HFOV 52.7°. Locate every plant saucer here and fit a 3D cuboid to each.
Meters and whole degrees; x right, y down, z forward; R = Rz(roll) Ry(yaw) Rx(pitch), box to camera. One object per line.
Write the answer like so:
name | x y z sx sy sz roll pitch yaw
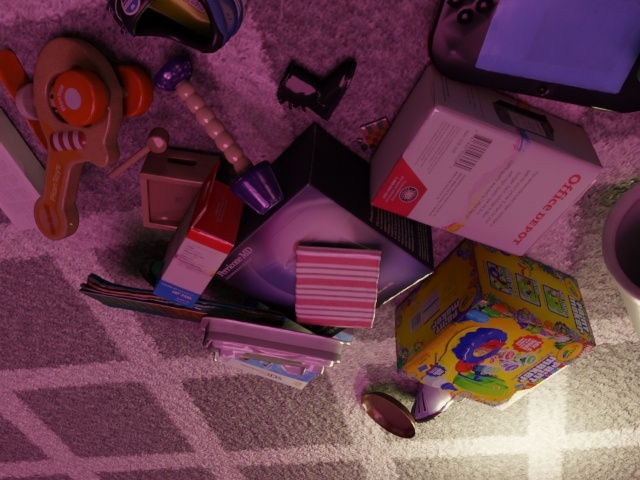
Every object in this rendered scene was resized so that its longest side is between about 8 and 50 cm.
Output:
plant saucer | 0.183 0.453 1.697 0.168 0.029 0.168 29 145 23

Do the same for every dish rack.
dish rack | -0.108 0.219 1.301 0.285 0.072 0.333 13 165 -9

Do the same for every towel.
towel | 0.028 0.082 1.130 0.144 0.029 0.197 3 133 1
towel | -0.262 0.133 1.280 0.370 0.040 0.271 11 167 -6

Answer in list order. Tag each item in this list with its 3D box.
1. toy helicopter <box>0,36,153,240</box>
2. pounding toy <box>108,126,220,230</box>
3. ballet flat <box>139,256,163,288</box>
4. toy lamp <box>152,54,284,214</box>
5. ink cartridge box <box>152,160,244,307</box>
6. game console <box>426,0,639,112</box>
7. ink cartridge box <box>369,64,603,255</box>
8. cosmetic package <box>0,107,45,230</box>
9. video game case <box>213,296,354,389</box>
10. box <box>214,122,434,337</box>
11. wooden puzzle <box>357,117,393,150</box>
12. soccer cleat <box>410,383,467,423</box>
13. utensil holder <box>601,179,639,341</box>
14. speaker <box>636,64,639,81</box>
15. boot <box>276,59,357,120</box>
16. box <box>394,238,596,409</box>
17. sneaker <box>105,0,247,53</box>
toy helicopter | -0.437 -0.164 1.078 0.235 0.140 0.355 28 117 14
pounding toy | -0.275 -0.125 1.155 0.181 0.094 0.206 8 133 -3
ballet flat | -0.333 0.101 1.418 0.070 0.070 0.188 -13 131 17
toy lamp | -0.158 -0.162 1.028 0.080 0.080 0.275 -39 88 35
ink cartridge box | -0.198 -0.008 1.100 0.078 0.134 0.231 25 130 -18
game console | 0.368 -0.354 0.898 0.386 0.060 0.342 9 135 -5
ink cartridge box | 0.263 -0.124 1.082 0.306 0.131 0.226 17 134 -16
cosmetic package | -0.575 -0.126 1.200 0.098 0.060 0.239 -6 134 14
video game case | -0.090 0.233 1.522 0.244 0.061 0.269 22 132 -18
box | 0.000 0.000 1.197 0.294 0.183 0.296 33 128 -24
wooden puzzle | 0.099 -0.186 1.123 0.083 0.006 0.049 -17 131 20
soccer cleat | 0.293 0.361 1.606 0.116 0.108 0.318 46 146 11
utensil holder | 0.712 0.096 1.138 0.327 0.328 0.385 -21 132 23
speaker | 0.540 -0.312 0.815 0.131 0.131 0.297 17 128 -12
boot | -0.009 -0.255 1.040 0.099 0.045 0.121 25 130 -11
box | 0.350 0.179 1.352 0.279 0.177 0.290 21 133 -17
sneaker | -0.254 -0.368 0.872 0.330 0.147 0.130 26 131 -19
